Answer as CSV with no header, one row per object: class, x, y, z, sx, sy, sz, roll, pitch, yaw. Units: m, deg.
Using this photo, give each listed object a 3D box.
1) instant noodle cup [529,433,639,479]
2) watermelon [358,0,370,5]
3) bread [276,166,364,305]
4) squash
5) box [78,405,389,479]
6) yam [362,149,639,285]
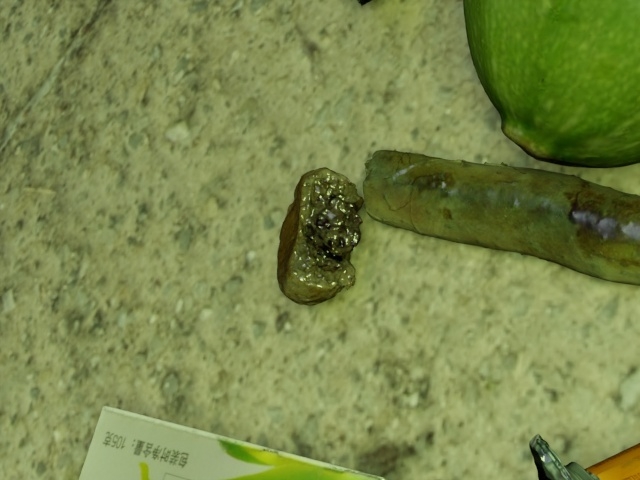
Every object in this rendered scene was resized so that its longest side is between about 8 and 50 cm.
instant noodle cup,0.233,0.185,0.731,0.125,0.208,0.177,-30,17,-4
watermelon,0.007,-0.293,1.057,0.063,0.119,0.245,-42,57,21
bread,0.000,0.000,0.971,0.060,0.082,0.113,11,76,-11
squash,0.246,-0.191,0.813,0.310,0.310,0.309,17,93,32
box,-0.067,0.249,0.886,0.260,0.111,0.194,8,75,28
yam,0.170,-0.016,0.892,0.317,0.071,0.067,12,46,32
